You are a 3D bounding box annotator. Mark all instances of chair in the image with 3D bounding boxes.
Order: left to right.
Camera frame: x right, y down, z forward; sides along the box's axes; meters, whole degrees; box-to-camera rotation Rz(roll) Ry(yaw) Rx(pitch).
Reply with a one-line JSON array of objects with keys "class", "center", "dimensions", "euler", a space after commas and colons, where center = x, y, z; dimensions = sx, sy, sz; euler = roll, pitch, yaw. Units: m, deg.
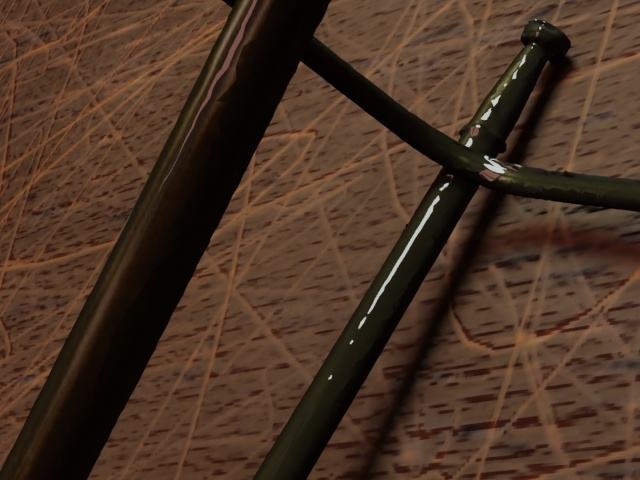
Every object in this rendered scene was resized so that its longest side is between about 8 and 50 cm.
[{"class": "chair", "center": [0.000, 0.000, 0.694], "dimensions": [0.362, 0.365, 0.410], "euler": [13, 70, 56]}]
